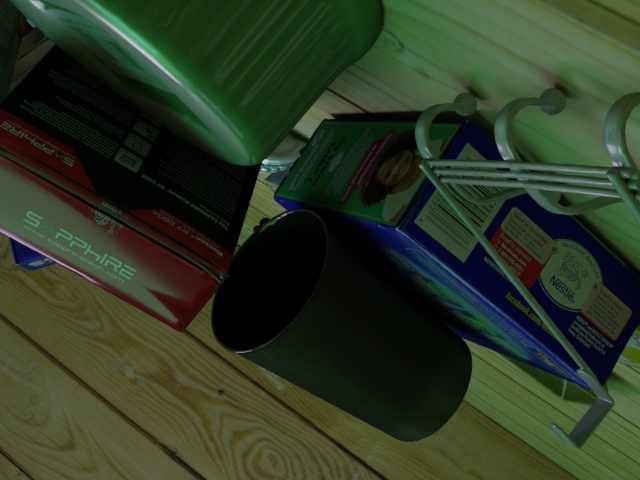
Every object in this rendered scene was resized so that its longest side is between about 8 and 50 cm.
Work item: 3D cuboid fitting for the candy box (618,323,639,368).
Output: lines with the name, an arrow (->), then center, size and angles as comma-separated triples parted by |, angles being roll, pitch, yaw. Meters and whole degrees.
candy box -> 0.341, 0.109, 0.954 | 0.105, 0.027, 0.206 | 41, 171, -18

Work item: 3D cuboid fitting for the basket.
basket -> 0.030, 0.094, 0.894 | 0.227, 0.154, 0.204 | 36, 174, -26

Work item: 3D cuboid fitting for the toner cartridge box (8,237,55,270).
toner cartridge box -> -0.319, -0.081, 1.406 | 0.075, 0.347, 0.165 | 87, 167, -81

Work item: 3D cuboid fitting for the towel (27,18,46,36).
towel -> -0.357, -0.338, 1.110 | 0.209, 0.034, 0.285 | 36, 161, 4

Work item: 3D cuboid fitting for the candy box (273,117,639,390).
candy box -> 0.127, 0.002, 0.903 | 0.268, 0.122, 0.317 | 38, 171, -22

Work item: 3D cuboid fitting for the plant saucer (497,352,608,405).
plant saucer -> 0.326, 0.169, 1.312 | 0.188, 0.045, 0.188 | 36, 172, 0

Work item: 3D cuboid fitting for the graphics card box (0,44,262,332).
graphics card box -> -0.173, -0.103, 0.872 | 0.232, 0.094, 0.371 | 31, -147, -15

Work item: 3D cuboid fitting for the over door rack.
over door rack -> 0.218, 0.033, 0.640 | 0.324, 0.108, 0.239 | 61, 164, -17

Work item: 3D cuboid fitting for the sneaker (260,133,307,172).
sneaker -> -0.100, -0.150, 1.201 | 0.190, 0.071, 0.083 | 19, 134, 30

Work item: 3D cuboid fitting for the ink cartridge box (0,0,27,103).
ink cartridge box -> -0.337, -0.248, 0.762 | 0.117, 0.283, 0.207 | 8, 168, 6

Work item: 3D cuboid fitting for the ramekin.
ramekin -> -0.116, -0.193, 0.694 | 0.303, 0.148, 0.303 | 35, 172, 6

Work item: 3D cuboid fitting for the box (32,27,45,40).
box -> -0.418, -0.250, 1.386 | 0.060, 0.216, 0.270 | 51, -177, 37

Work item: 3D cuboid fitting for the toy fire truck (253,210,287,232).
toy fire truck -> 0.000, 0.000, 1.375 | 0.047, 0.192, 0.135 | 21, 135, 58

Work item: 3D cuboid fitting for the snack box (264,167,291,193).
snack box -> 0.035, -0.026, 1.235 | 0.207, 0.070, 0.174 | 23, 154, 55

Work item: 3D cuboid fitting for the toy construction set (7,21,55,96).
toy construction set -> -0.367, -0.158, 1.125 | 0.257, 0.237, 0.309 | 23, 156, 32
